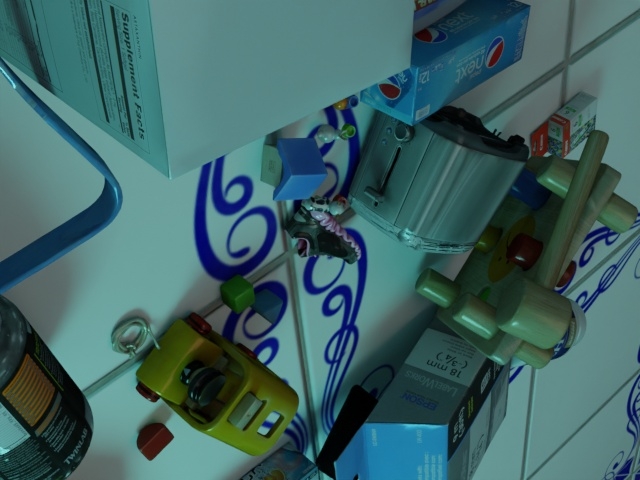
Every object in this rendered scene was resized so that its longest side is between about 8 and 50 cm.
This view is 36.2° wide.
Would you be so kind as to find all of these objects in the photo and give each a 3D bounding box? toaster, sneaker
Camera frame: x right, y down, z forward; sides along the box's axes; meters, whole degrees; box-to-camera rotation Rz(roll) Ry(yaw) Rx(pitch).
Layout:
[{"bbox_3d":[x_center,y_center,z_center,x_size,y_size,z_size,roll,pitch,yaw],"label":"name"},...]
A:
[{"bbox_3d":[0.134,-0.073,1.107,0.227,0.129,0.146,3,119,-53],"label":"toaster"},{"bbox_3d":[0.000,0.000,1.080,0.057,0.047,0.119,-48,137,-1],"label":"sneaker"}]

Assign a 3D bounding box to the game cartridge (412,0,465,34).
[{"bbox_3d":[0.076,-0.291,0.929,0.297,0.062,0.198,-32,134,-30],"label":"game cartridge"}]

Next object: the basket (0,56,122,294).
[{"bbox_3d":[-0.287,-0.011,0.584,0.289,0.201,0.255,-40,142,-4],"label":"basket"}]

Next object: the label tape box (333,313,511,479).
[{"bbox_3d":[0.151,0.267,1.337,0.334,0.105,0.241,-51,148,-38],"label":"label tape box"}]

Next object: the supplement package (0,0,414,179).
[{"bbox_3d":[-0.099,-0.206,0.603,0.199,0.262,0.198,-29,137,-32],"label":"supplement package"}]

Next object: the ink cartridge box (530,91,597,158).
[{"bbox_3d":[0.340,-0.151,1.370,0.115,0.029,0.063,-39,142,-24],"label":"ink cartridge box"}]

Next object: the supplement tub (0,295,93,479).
[{"bbox_3d":[-0.269,0.118,0.787,0.117,0.117,0.190,-42,142,-20],"label":"supplement tub"}]

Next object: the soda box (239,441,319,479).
[{"bbox_3d":[-0.086,0.337,1.227,0.183,0.058,0.063,-33,138,-30],"label":"soda box"}]

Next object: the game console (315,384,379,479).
[{"bbox_3d":[0.035,0.265,1.317,0.122,0.071,0.107,-61,-174,-19],"label":"game console"}]

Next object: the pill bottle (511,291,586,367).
[{"bbox_3d":[0.333,0.133,1.516,0.186,0.112,0.112,-1,118,-50],"label":"pill bottle"}]

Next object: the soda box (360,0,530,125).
[{"bbox_3d":[0.134,-0.198,1.035,0.210,0.071,0.067,-33,140,-39],"label":"soda box"}]

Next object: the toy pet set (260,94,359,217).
[{"bbox_3d":[0.003,-0.082,0.975,0.114,0.065,0.122,-5,107,-34],"label":"toy pet set"}]

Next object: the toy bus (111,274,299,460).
[{"bbox_3d":[-0.105,0.154,1.020,0.202,0.104,0.191,-22,133,-39],"label":"toy bus"}]

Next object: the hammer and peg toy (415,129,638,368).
[{"bbox_3d":[0.255,0.015,1.144,0.127,0.361,0.266,31,91,-10],"label":"hammer and peg toy"}]
